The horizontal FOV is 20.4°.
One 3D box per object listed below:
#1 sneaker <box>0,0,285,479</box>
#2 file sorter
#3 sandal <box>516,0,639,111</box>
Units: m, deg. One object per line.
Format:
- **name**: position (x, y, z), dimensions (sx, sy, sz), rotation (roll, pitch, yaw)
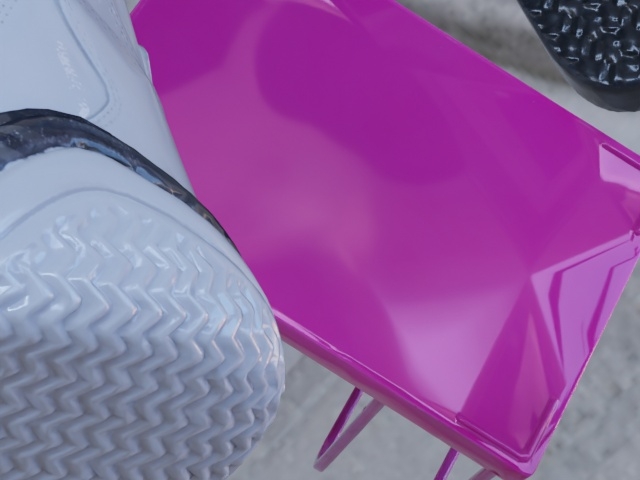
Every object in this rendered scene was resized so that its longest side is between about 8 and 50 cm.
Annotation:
- **sneaker**: position (-0.182, -0.053, 0.421), dimensions (0.366, 0.137, 0.210), rotation (18, 39, -35)
- **file sorter**: position (0.000, 0.000, 0.982), dimensions (0.291, 0.182, 0.202), rotation (32, 60, -1)
- **sandal**: position (0.163, -0.272, 1.318), dimensions (0.107, 0.167, 0.445), rotation (40, 26, -60)
